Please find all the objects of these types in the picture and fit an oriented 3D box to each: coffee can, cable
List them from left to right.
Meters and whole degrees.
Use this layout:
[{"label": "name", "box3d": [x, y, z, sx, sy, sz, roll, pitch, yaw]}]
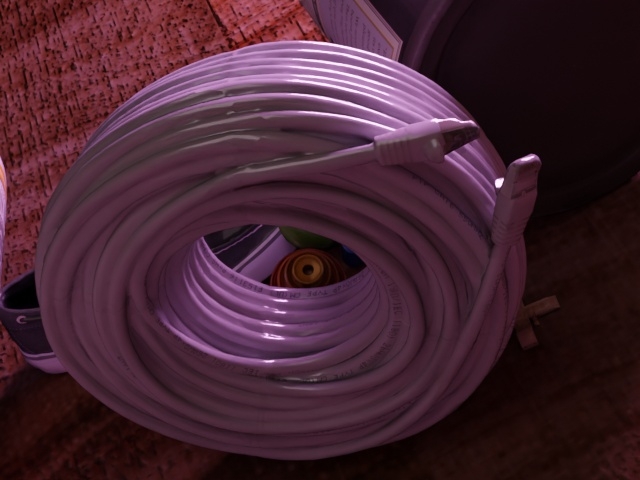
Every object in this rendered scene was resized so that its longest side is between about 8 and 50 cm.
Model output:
[{"label": "cable", "box3d": [-0.020, 0.013, 0.746, 0.257, 0.257, 0.089, 2, 45, 2]}, {"label": "coffee can", "box3d": [0.092, -0.172, 0.887, 0.201, 0.201, 0.275, -33, 42, 1]}]

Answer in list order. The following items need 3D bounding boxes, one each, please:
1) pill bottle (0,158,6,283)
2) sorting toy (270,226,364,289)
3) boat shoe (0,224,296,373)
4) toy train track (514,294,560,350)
[{"label": "pill bottle", "box3d": [-0.301, 0.041, 0.962, 0.162, 0.162, 0.278, -22, 43, 13]}, {"label": "sorting toy", "box3d": [0.000, 0.000, 0.888, 0.061, 0.042, 0.102, 3, 67, 1]}, {"label": "boat shoe", "box3d": [-0.116, 0.009, 0.942, 0.228, 0.076, 0.080, -25, 43, 9]}, {"label": "toy train track", "box3d": [0.112, 0.030, 0.830, 0.048, 0.014, 0.083, -25, 43, 10]}]
